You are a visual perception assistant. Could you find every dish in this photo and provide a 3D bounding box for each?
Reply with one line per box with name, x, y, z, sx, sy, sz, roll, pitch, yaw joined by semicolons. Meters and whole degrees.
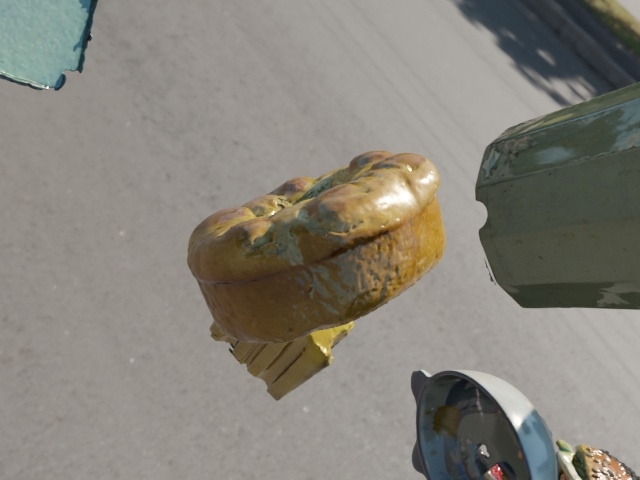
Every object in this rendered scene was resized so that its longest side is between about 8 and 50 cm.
dish;0.193;0.237;1.091;0.086;0.228;0.236;-12;72;-28

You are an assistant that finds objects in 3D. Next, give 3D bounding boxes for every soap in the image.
soap;-0.075;0.157;1.727;0.204;0.324;0.096;46;63;3

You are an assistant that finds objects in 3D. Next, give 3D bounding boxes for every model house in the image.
model house;-0.295;-0.214;0.931;0.119;0.148;0.148;11;-1;-33

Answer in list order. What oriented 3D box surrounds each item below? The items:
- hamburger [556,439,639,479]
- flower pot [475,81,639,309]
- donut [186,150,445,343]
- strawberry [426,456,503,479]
hamburger;0.352;0.356;1.217;0.236;0.147;0.237;30;23;-15
flower pot;0.303;-0.039;0.911;0.290;0.259;0.291;11;74;-46
donut;0.000;0.000;1.186;0.299;0.317;0.150;-106;177;-75
strawberry;0.271;0.512;1.793;0.257;0.257;0.277;31;16;-19
